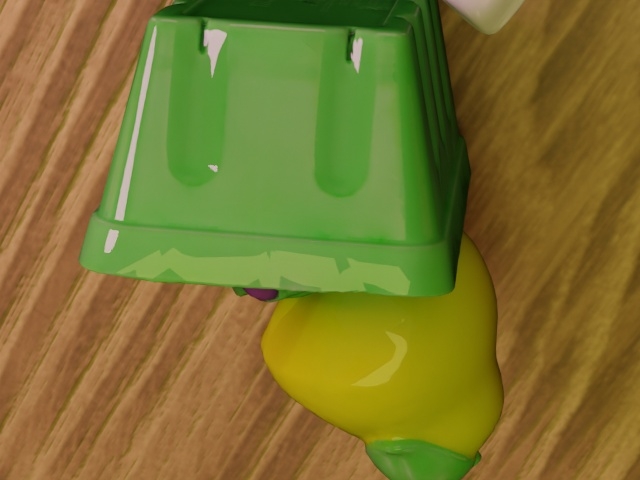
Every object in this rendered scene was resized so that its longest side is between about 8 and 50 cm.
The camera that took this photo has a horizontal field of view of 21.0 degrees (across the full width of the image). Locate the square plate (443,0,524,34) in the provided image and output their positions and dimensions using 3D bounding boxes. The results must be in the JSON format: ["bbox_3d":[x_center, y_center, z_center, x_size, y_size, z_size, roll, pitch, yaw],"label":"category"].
[{"bbox_3d":[0.069,-0.352,1.127,0.344,0.049,0.347,42,131,5],"label":"square plate"}]

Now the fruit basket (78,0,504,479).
[{"bbox_3d":[0.000,0.000,1.250,0.283,0.392,0.392,5,121,6],"label":"fruit basket"}]
